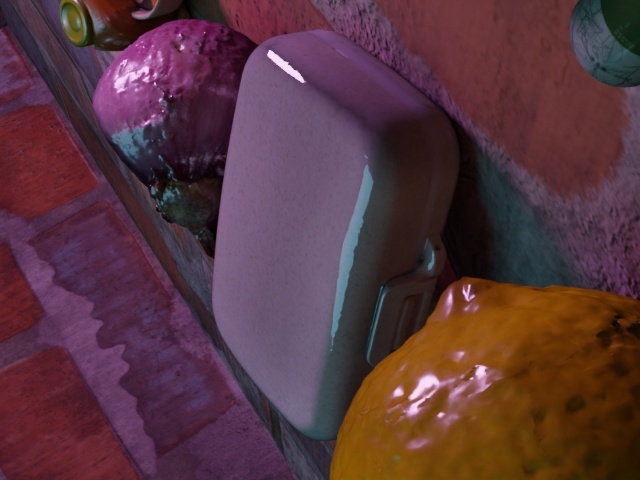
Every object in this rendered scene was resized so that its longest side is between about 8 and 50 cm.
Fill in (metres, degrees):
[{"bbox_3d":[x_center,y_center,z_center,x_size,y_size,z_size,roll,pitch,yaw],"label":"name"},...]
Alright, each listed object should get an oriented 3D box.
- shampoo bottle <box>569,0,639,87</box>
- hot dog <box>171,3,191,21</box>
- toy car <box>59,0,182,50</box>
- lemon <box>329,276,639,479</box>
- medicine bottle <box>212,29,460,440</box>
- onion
[{"bbox_3d":[0.189,-0.136,0.517,0.065,0.065,0.204,59,165,5],"label":"shampoo bottle"},{"bbox_3d":[-0.196,-0.294,1.538,0.030,0.034,0.090,47,161,45],"label":"hot dog"},{"bbox_3d":[-0.258,-0.377,1.435,0.235,0.145,0.235,26,128,38],"label":"toy car"},{"bbox_3d":[0.164,0.193,0.720,0.336,0.336,0.336,54,164,24],"label":"lemon"},{"bbox_3d":[0.000,0.000,1.052,0.282,0.123,0.375,44,134,39],"label":"medicine bottle"},{"bbox_3d":[-0.106,-0.171,1.269,0.267,0.159,0.348,43,-148,-30],"label":"onion"}]
